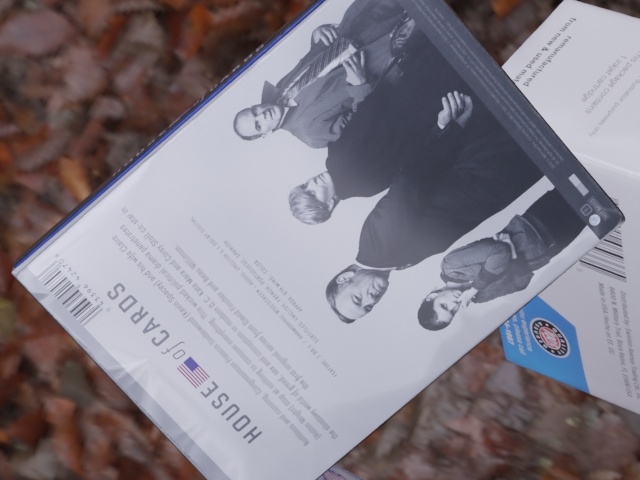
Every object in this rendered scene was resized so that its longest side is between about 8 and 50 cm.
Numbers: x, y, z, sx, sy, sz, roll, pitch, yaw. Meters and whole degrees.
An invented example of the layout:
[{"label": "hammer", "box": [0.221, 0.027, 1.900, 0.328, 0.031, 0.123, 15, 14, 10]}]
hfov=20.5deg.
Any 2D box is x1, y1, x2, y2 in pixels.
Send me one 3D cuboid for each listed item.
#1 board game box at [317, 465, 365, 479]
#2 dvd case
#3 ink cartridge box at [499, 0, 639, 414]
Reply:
[{"label": "board game box", "box": [0.110, 0.276, 1.063, 0.066, 0.318, 0.319, -48, 51, 6]}, {"label": "dvd case", "box": [0.000, 0.000, 0.848, 0.238, 0.029, 0.179, -40, 104, 6]}, {"label": "ink cartridge box", "box": [0.324, 0.017, 1.325, 0.395, 0.285, 0.166, 23, 56, 33]}]
